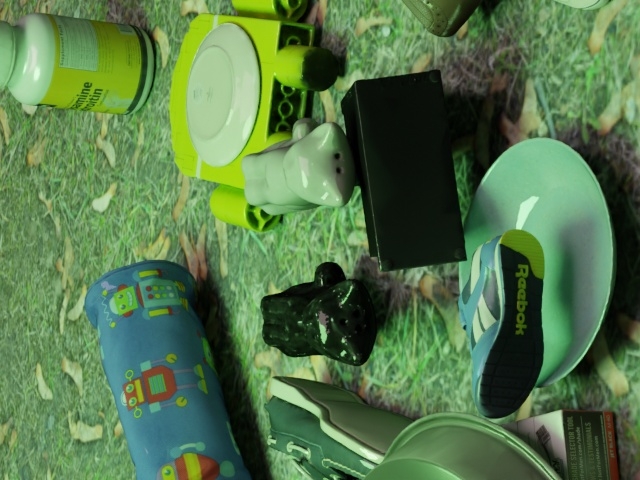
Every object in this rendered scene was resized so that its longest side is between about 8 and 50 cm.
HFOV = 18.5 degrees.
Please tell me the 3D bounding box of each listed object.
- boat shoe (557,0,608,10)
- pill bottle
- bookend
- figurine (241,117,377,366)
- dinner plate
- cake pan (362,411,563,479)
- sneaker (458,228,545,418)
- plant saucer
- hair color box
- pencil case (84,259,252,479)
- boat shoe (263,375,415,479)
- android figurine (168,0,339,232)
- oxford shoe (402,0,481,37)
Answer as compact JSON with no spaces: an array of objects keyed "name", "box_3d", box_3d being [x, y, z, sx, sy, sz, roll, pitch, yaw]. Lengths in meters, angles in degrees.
[{"name":"boat shoe","box_3d":[0.187,-0.202,1.531,0.100,0.035,0.035,29,111,57]},{"name":"pill bottle","box_3d":[-0.285,-0.197,2.172,0.103,0.184,0.103,-11,77,59]},{"name":"bookend","box_3d":[0.067,-0.053,1.643,0.156,0.072,0.157,142,120,-85]},{"name":"figurine","box_3d":[0.000,0.000,1.682,0.209,0.092,0.215,-175,77,-79]},{"name":"dinner plate","box_3d":[-0.102,-0.143,1.920,0.141,0.017,0.141,-11,77,57]},{"name":"cake pan","box_3d":[0.115,0.278,1.502,0.293,0.054,0.293,25,123,47]},{"name":"sneaker","box_3d":[0.136,0.065,1.502,0.059,0.053,0.144,-7,72,58]},{"name":"plant saucer","box_3d":[0.177,0.018,1.523,0.195,0.037,0.195,-8,80,58]},{"name":"hair color box","box_3d":[0.159,0.188,1.519,0.167,0.053,0.093,-24,67,57]},{"name":"pencil case","box_3d":[-0.147,0.170,1.971,0.119,0.133,0.306,-23,58,6]},{"name":"boat shoe","box_3d":[0.016,0.181,1.717,0.254,0.095,0.079,20,102,59]},{"name":"android figurine","box_3d":[-0.073,-0.136,1.938,0.273,0.056,0.248,12,98,58]},{"name":"oxford shoe","box_3d":[0.038,-0.311,1.709,0.364,0.130,0.133,58,140,45]}]
